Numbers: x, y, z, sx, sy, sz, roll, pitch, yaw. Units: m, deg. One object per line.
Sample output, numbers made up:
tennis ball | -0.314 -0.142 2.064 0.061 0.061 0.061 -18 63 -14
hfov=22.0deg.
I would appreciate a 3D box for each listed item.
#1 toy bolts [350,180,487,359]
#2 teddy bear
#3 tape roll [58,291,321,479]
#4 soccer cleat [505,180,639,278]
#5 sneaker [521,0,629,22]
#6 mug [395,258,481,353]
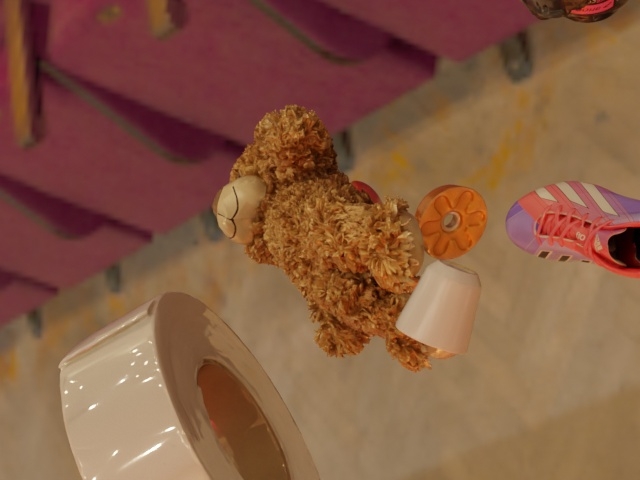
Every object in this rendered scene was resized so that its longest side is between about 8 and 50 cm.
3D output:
toy bolts | 0.125 0.020 2.033 0.218 0.228 0.158 -51 35 2
teddy bear | 0.000 0.000 1.531 0.338 0.113 0.245 46 160 36
tape roll | -0.103 0.187 1.417 0.100 0.286 0.286 -30 55 13
soccer cleat | 0.267 -0.007 1.573 0.248 0.095 0.083 11 106 43
sneaker | 0.312 -0.358 1.866 0.483 0.185 0.202 172 75 -87
mug | 0.098 0.049 1.335 0.078 0.062 0.064 -132 60 -71
